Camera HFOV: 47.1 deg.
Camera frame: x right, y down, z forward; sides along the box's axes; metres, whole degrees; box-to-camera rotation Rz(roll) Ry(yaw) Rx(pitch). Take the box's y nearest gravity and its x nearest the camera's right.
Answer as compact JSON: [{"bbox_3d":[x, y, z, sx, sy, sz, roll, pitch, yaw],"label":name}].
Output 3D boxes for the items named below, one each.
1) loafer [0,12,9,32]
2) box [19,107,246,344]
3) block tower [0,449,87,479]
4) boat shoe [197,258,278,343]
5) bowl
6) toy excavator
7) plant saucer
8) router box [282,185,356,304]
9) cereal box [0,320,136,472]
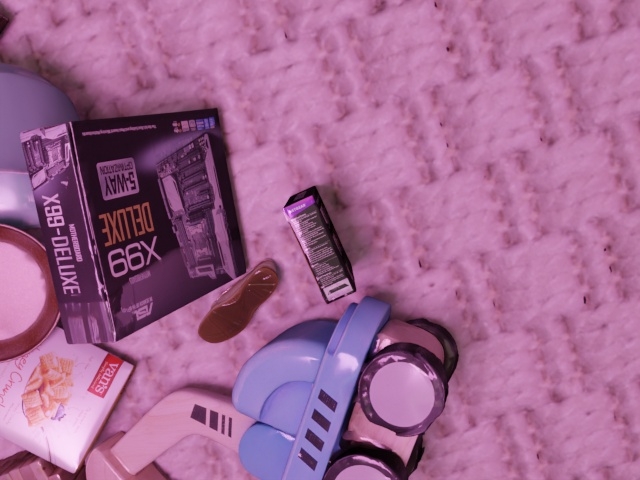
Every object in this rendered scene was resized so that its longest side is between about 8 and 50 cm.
[{"bbox_3d":[-0.501,-0.366,1.002,0.078,0.080,0.220,-32,102,-3],"label":"loafer"},{"bbox_3d":[-0.214,-0.034,0.921,0.076,0.307,0.243,-6,99,24],"label":"box"},{"bbox_3d":[-0.525,0.406,1.117,0.335,0.097,0.091,-23,97,4],"label":"block tower"},{"bbox_3d":[-0.120,0.089,1.076,0.056,0.048,0.153,37,106,-16],"label":"boat shoe"},{"bbox_3d":[-0.431,-0.121,0.946,0.311,0.311,0.163,-6,79,3],"label":"bowl"},{"bbox_3d":[-0.077,0.250,1.038,0.445,0.222,0.433,21,101,13],"label":"toy excavator"},{"bbox_3d":[-0.461,0.073,1.031,0.198,0.036,0.199,-1,94,-10],"label":"plant saucer"},{"bbox_3d":[0.000,0.000,0.983,0.046,0.179,0.133,-24,97,4],"label":"router box"},{"bbox_3d":[-0.417,0.206,1.072,0.240,0.047,0.173,27,76,-2],"label":"cereal box"}]
